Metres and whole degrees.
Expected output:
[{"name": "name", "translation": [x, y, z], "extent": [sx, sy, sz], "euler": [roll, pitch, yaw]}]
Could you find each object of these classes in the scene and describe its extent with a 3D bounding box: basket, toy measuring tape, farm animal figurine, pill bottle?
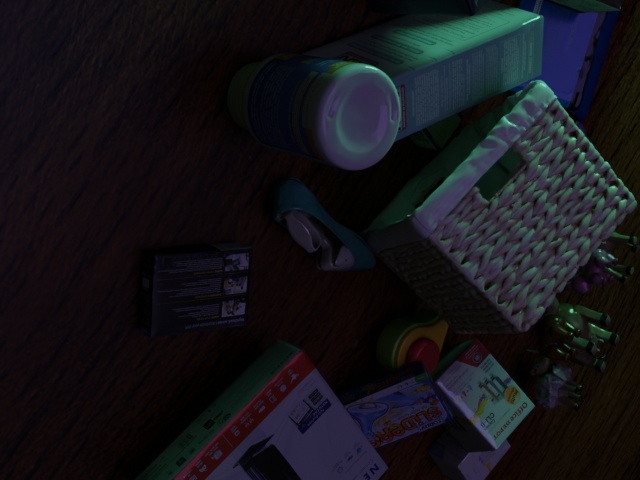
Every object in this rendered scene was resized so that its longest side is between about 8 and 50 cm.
[{"name": "basket", "translation": [0.291, -0.039, 1.713], "extent": [0.266, 0.331, 0.328], "euler": [45, 77, -4]}, {"name": "toy measuring tape", "translation": [0.178, 0.141, 1.881], "extent": [0.121, 0.121, 0.330], "euler": [15, 93, -40]}, {"name": "farm animal figurine", "translation": [0.515, 0.141, 2.121], "extent": [0.330, 0.172, 0.327], "euler": [-47, 139, -28]}, {"name": "pill bottle", "translation": [-0.022, -0.199, 1.520], "extent": [0.152, 0.272, 0.152], "euler": [-12, 111, -35]}]

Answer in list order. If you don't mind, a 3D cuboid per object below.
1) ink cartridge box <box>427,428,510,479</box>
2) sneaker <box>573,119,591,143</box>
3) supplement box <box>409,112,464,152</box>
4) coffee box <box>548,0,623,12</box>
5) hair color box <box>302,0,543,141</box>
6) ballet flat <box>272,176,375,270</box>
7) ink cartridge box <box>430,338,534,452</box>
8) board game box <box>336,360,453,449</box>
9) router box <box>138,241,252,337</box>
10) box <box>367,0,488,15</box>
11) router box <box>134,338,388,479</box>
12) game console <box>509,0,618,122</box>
[{"name": "ink cartridge box", "translation": [0.306, 0.414, 2.072], "extent": [0.143, 0.092, 0.090], "euler": [-47, 126, -19]}, {"name": "sneaker", "translation": [0.483, -0.134, 1.995], "extent": [0.161, 0.102, 0.282], "euler": [61, 26, -27]}, {"name": "supplement box", "translation": [0.196, -0.218, 1.824], "extent": [0.083, 0.056, 0.083], "euler": [-54, 128, -13]}, {"name": "coffee box", "translation": [0.402, -0.521, 1.798], "extent": [0.297, 0.119, 0.168], "euler": [12, 93, -28]}, {"name": "hair color box", "translation": [0.175, -0.291, 1.696], "extent": [0.374, 0.185, 0.113], "euler": [-26, 128, -30]}, {"name": "ballet flat", "translation": [0.000, 0.000, 1.712], "extent": [0.247, 0.083, 0.087], "euler": [44, 44, -33]}, {"name": "ink cartridge box", "translation": [0.291, 0.299, 1.959], "extent": [0.128, 0.127, 0.176], "euler": [-43, 93, -22]}, {"name": "board game box", "translation": [0.122, 0.309, 1.862], "extent": [0.201, 0.035, 0.136], "euler": [-25, 124, 12]}, {"name": "router box", "translation": [-0.196, 0.075, 1.611], "extent": [0.179, 0.046, 0.133], "euler": [-4, 106, -37]}, {"name": "box", "translation": [0.139, -0.444, 1.601], "extent": [0.059, 0.233, 0.183], "euler": [-45, 127, -22]}, {"name": "router box", "translation": [-0.088, 0.382, 1.668], "extent": [0.335, 0.082, 0.301], "euler": [-45, 119, -19]}, {"name": "game console", "translation": [0.476, -0.404, 2.010], "extent": [0.250, 0.173, 0.293], "euler": [16, 93, -9]}]
